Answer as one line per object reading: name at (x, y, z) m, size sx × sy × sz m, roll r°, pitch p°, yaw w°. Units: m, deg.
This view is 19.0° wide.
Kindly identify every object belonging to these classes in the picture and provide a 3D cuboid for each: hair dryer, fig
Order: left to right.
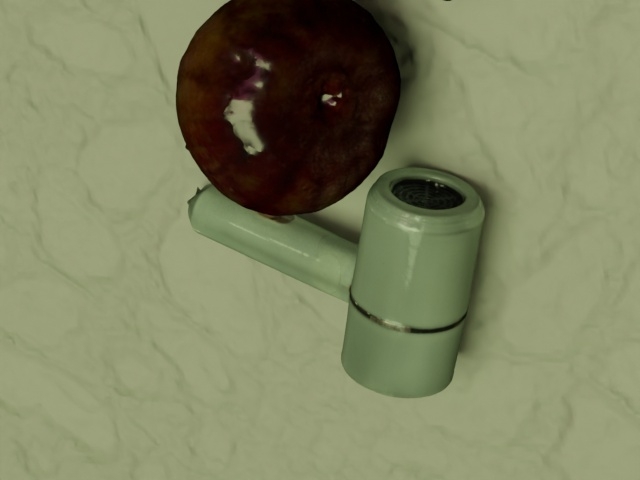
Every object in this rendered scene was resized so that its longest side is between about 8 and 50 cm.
fig at (-0.025, -0.056, 0.749) m, size 0.125 × 0.089 × 0.089 m, roll 9°, pitch 121°, yaw 62°
hair dryer at (0.000, 0.000, 0.774) m, size 0.137 × 0.047 × 0.082 m, roll 24°, pitch 122°, yaw 29°
